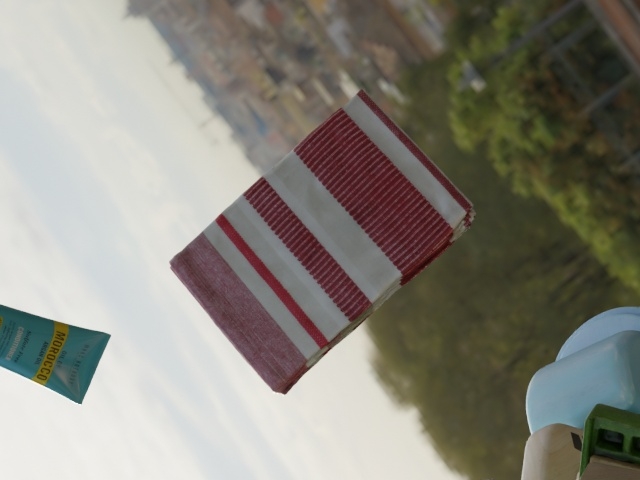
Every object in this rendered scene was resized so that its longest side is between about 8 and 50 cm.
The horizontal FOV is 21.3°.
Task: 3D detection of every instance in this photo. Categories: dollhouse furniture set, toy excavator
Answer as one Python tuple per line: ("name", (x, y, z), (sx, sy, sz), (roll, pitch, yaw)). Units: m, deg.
("dollhouse furniture set", (0.324, 0.360, 1.791), (0.197, 0.151, 0.301), (-43, -40, -58))
("toy excavator", (0.344, 0.257, 2.105), (0.445, 0.222, 0.433), (25, -134, -41))

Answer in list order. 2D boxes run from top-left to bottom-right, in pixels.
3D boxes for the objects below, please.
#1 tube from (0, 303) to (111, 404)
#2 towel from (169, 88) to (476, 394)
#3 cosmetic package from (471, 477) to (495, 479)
("tube", (-0.317, 0.099, 1.723), (0.207, 0.080, 0.052), (23, -175, -30))
("towel", (0.000, 0.000, 2.061), (0.237, 0.329, 0.037), (49, -178, 27))
("cosmetic package", (0.054, 0.358, 1.820), (0.129, 0.296, 0.153), (-39, -67, -58))
